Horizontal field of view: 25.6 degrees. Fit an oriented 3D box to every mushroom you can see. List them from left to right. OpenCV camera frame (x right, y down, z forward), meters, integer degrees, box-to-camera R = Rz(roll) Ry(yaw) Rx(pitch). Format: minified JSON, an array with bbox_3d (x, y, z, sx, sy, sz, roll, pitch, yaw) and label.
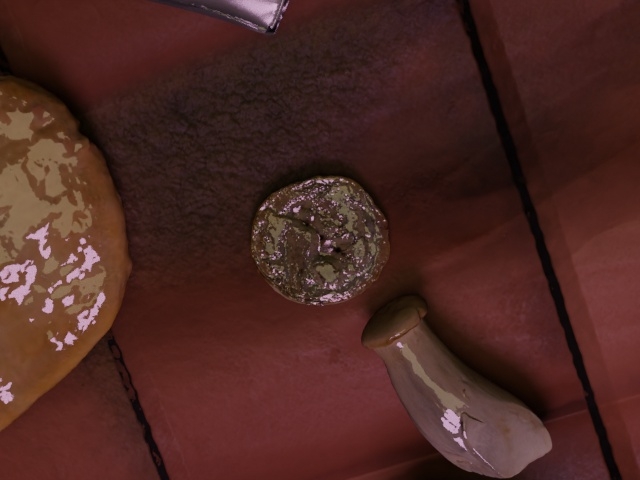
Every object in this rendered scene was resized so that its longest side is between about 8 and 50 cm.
[{"bbox_3d":[0.144,0.174,1.573,0.247,0.096,0.108,46,126,-4],"label":"mushroom"}]

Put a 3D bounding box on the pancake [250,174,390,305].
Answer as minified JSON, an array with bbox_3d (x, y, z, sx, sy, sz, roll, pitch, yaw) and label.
[{"bbox_3d":[0.000,0.000,1.574,0.158,0.028,0.158,0,99,2],"label":"pancake"}]

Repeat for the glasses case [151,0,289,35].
[{"bbox_3d":[-0.169,-0.308,1.486,0.308,0.083,0.128,12,108,0],"label":"glasses case"}]

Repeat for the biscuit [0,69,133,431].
[{"bbox_3d":[-0.430,0.014,1.556,0.446,0.104,0.429,-32,99,10],"label":"biscuit"}]
